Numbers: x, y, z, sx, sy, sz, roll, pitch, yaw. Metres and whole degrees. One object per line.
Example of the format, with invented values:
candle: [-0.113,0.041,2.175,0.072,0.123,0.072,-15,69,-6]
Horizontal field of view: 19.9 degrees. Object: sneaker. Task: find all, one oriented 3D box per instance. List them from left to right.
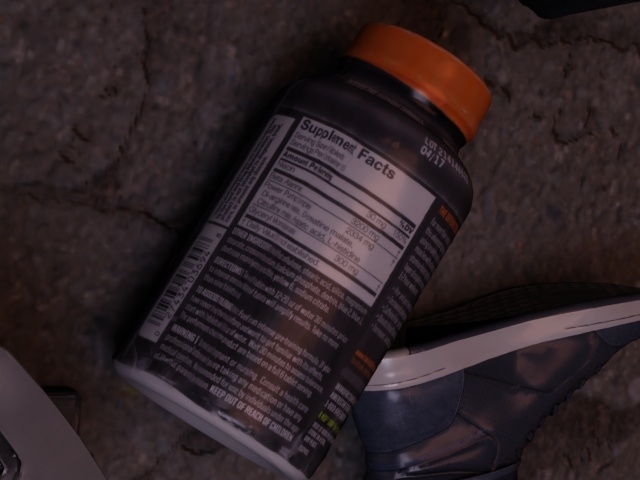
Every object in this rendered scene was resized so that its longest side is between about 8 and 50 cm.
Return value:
sneaker: [0.121,0.117,1.130,0.226,0.086,0.163,-14,100,-25]

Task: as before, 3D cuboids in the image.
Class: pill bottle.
pill bottle: [0.000,0.000,1.020,0.130,0.130,0.245,38,78,-29]

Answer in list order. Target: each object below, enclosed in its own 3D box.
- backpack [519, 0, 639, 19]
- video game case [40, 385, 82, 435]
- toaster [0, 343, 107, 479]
backpack: [0.121,-0.295,0.964,0.273,0.290,0.355,-34,106,-35]
video game case: [-0.262,0.175,0.956,0.274,0.026,0.196,2,96,-31]
toaster: [-0.196,0.127,0.894,0.186,0.110,0.168,-40,126,-18]
